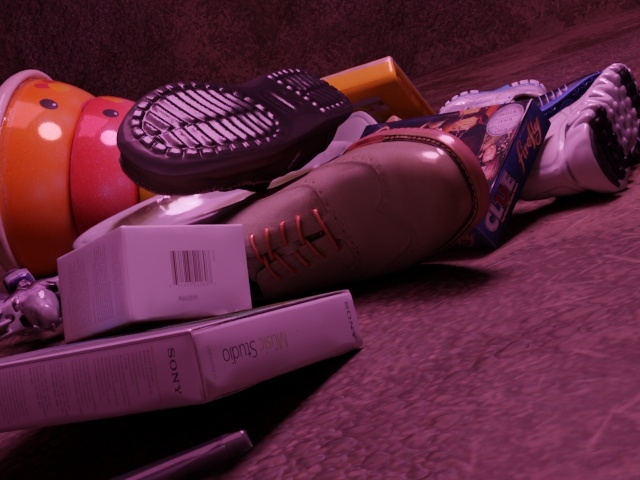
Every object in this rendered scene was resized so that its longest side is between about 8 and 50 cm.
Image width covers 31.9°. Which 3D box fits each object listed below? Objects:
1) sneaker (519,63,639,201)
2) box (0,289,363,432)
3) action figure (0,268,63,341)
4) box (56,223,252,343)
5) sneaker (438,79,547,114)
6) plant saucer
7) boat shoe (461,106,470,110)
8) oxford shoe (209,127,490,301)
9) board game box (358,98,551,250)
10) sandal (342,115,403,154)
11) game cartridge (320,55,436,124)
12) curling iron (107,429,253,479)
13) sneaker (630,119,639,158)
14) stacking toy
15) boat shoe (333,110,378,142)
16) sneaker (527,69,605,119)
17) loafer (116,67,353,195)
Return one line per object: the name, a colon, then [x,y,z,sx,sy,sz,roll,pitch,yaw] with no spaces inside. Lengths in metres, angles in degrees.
sneaker: [0.296,-0.119,1.255,0.118,0.110,0.292,-23,7,34]
box: [-0.159,0.103,0.920,0.322,0.058,0.232,-11,-1,29]
action figure: [-0.376,0.085,1.435,0.185,0.099,0.285,-17,13,-26]
box: [-0.166,0.044,1.102,0.130,0.091,0.170,-2,-10,-33]
sneaker: [0.277,-0.210,1.799,0.191,0.071,0.083,-19,17,5]
plant saucer: [-0.126,-0.024,1.497,0.400,0.100,0.400,-19,12,4]
boat shoe: [0.168,-0.113,1.340,0.079,0.081,0.227,-28,-3,-32]
oxford shoe: [0.000,0.000,1.120,0.146,0.140,0.397,-33,7,-40]
board game box: [0.114,-0.064,1.208,0.243,0.042,0.165,-4,51,47]
sandal: [0.062,-0.095,1.388,0.088,0.079,0.240,-55,15,30]
game cartridge: [0.015,-0.193,1.899,0.324,0.052,0.285,-18,-18,16]
curling iron: [-0.168,0.189,0.712,0.274,0.035,0.068,-23,16,-13]
sneaker: [0.354,-0.111,1.087,0.112,0.121,0.299,-48,-5,15]
stacking toy: [-0.270,-0.102,1.794,0.480,0.350,0.350,0,14,9]
boat shoe: [0.055,-0.129,1.694,0.114,0.091,0.302,-64,21,1]
sneaker: [0.315,-0.171,1.503,0.232,0.081,0.090,-25,20,-22]
loafer: [-0.090,-0.097,1.252,0.366,0.134,0.130,-20,-38,-54]
